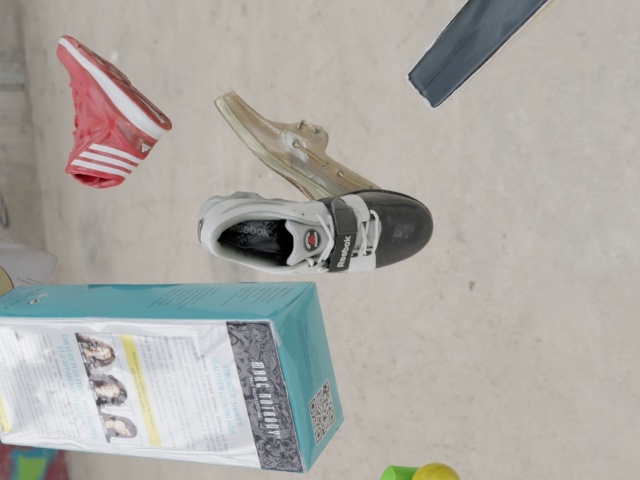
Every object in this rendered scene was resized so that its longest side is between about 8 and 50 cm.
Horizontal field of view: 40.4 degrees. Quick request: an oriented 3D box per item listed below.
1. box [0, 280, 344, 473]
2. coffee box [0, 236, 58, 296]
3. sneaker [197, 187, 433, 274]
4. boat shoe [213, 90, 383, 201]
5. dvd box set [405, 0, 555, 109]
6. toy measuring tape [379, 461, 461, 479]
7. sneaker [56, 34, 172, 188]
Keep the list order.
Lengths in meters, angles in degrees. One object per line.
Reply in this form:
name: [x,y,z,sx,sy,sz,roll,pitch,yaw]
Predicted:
box: [-0.113,0.082,0.563,0.244,0.060,0.100,-2,110,27]
coffee box: [-0.411,0.054,0.778,0.119,0.297,0.168,-58,19,34]
sneaker: [0.000,0.000,1.175,0.146,0.330,0.122,-117,25,-75]
boat shoe: [-0.029,-0.137,1.341,0.098,0.302,0.109,-49,10,5]
dvd box set: [0.303,-0.335,0.970,0.062,0.420,0.307,49,160,1]
toy measuring tape: [0.042,0.327,0.737,0.121,0.121,0.330,47,121,43]
sneaker: [-0.275,-0.145,1.010,0.128,0.087,0.221,-51,50,6]
